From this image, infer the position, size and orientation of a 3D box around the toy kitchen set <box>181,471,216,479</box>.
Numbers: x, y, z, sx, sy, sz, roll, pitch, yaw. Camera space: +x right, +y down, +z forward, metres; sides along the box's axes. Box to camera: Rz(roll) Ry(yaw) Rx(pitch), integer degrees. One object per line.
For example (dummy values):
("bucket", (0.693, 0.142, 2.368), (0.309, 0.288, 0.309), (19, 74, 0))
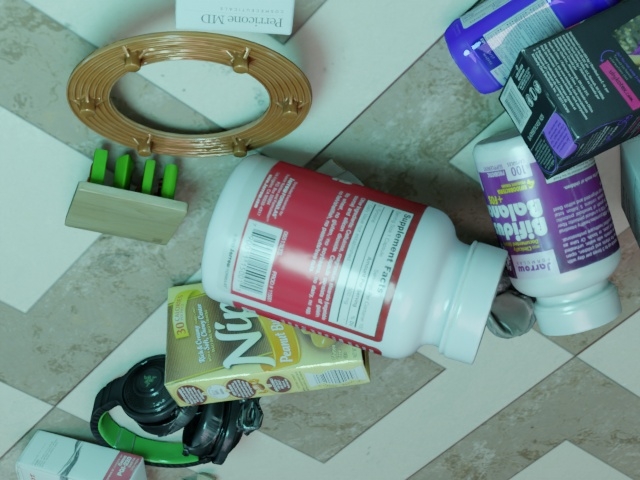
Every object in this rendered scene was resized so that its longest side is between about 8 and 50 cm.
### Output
("toy kitchen set", (-0.224, 0.485, 2.312), (0.068, 0.075, 0.083), (14, 99, 30))

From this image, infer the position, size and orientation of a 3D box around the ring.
("ring", (-0.179, -0.185, 1.634), (0.337, 0.032, 0.336), (-1, 158, 0))

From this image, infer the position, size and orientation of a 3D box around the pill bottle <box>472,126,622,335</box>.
("pill bottle", (0.342, -0.021, 1.749), (0.169, 0.169, 0.301), (-17, 98, 9))

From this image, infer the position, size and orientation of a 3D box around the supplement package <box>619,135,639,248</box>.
("supplement package", (0.572, -0.062, 1.794), (0.194, 0.203, 0.149), (-12, 130, 4))

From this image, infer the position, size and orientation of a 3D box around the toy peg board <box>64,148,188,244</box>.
("toy peg board", (-0.289, -0.067, 1.786), (0.161, 0.079, 0.160), (12, 158, -15))

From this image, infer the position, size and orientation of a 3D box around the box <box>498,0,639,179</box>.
("box", (0.398, -0.219, 1.590), (0.270, 0.143, 0.165), (-25, 166, -11))

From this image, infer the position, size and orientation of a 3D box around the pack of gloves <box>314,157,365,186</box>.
("pack of gloves", (0.000, 0.000, 1.897), (0.232, 0.046, 0.195), (-37, 124, 24))

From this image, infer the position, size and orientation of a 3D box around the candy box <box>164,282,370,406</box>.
("candy box", (-0.085, 0.150, 1.902), (0.316, 0.183, 0.087), (-8, 146, 7))

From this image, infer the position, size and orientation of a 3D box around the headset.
("headset", (-0.233, 0.314, 2.055), (0.394, 0.185, 0.243), (-31, 128, 34))

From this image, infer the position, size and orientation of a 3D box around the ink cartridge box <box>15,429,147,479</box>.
("ink cartridge box", (-0.428, 0.448, 2.168), (0.218, 0.092, 0.158), (10, 132, 13))

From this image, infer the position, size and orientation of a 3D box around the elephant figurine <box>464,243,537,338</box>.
("elephant figurine", (0.308, 0.070, 1.937), (0.239, 0.169, 0.186), (-9, 87, 14))

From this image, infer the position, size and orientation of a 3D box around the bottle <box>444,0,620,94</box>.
("bottle", (0.312, -0.314, 1.622), (0.283, 0.092, 0.118), (-31, 132, 20))

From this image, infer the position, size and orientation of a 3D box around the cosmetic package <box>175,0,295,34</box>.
("cosmetic package", (-0.104, -0.376, 1.489), (0.151, 0.151, 0.183), (2, 131, -5))

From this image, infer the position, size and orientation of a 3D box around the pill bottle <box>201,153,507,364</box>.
("pill bottle", (0.052, 0.036, 1.726), (0.408, 0.229, 0.229), (18, 130, 9))
